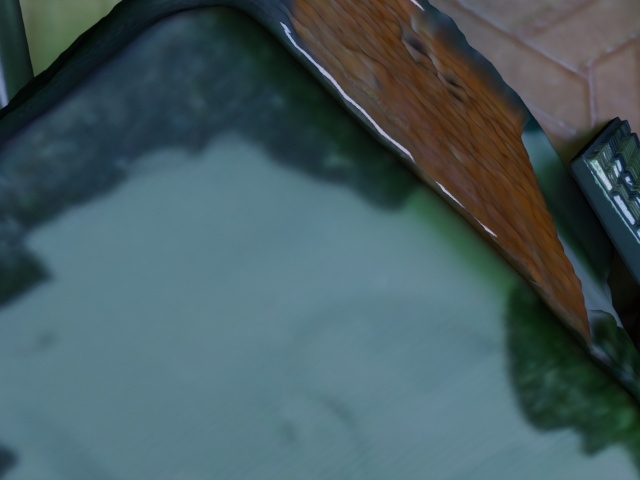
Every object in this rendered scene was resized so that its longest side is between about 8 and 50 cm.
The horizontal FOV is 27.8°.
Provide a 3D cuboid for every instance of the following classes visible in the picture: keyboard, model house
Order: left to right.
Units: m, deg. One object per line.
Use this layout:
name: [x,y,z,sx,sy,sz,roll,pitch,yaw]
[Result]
model house: [0.000,0.000,0.505,0.190,0.300,0.271,-38,112,23]
keyboard: [0.134,-0.022,0.556,0.014,0.176,0.055,-34,89,20]

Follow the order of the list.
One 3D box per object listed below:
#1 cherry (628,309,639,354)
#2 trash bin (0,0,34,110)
cherry: [0.234,0.067,0.519,0.206,0.239,0.239,25,80,-15]
trash bin: [-0.193,-0.059,0.514,0.164,0.122,0.240,-14,89,-13]
